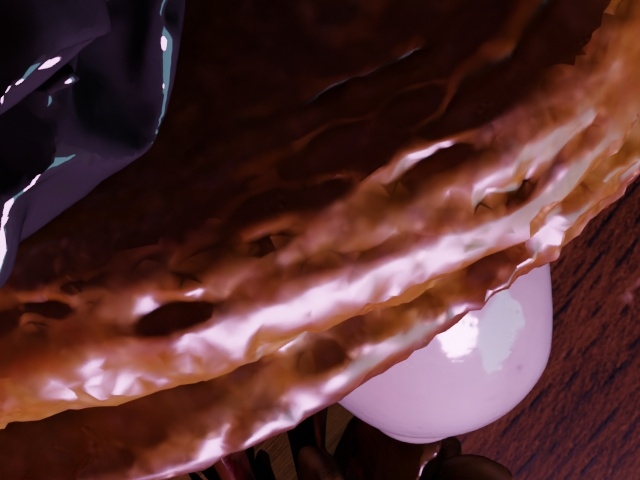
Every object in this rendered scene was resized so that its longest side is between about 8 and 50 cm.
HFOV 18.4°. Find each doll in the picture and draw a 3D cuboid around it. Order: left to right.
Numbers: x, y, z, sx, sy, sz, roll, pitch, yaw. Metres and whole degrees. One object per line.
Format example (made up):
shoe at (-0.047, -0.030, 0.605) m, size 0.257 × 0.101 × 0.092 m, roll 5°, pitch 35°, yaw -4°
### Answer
doll at (-0.010, 0.001, 0.875) m, size 0.221 × 0.221 × 0.251 m, roll -48°, pitch -162°, yaw 15°

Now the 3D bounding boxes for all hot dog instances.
hot dog at (-0.007, -0.049, 0.604) m, size 0.387 × 0.174 × 0.267 m, roll -45°, pitch -178°, yaw -6°

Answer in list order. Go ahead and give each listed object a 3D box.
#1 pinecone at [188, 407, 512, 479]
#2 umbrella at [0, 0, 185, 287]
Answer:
pinecone at (-0.076, 0.231, 1.006) m, size 0.384 × 0.384 × 0.384 m, roll -44°, pitch 171°, yaw -9°
umbrella at (-0.055, -0.086, 0.439) m, size 0.272 × 0.110 × 0.122 m, roll -46°, pitch 162°, yaw -7°
